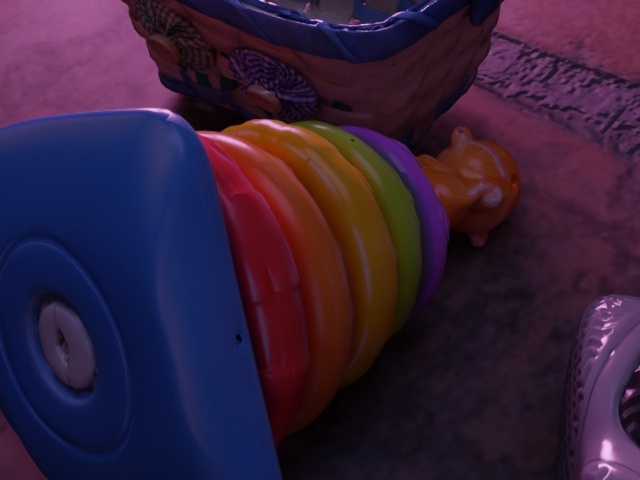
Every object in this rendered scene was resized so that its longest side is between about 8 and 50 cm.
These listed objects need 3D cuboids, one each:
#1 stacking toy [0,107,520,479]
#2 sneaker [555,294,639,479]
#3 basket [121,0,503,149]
[{"bbox_3d":[0.000,0.000,0.525,0.166,0.175,0.302,-1,16,45],"label":"stacking toy"},{"bbox_3d":[0.188,0.164,0.351,0.210,0.137,0.366,4,41,7],"label":"sneaker"},{"bbox_3d":[-0.002,-0.189,0.602,0.255,0.289,0.201,27,51,26],"label":"basket"}]
